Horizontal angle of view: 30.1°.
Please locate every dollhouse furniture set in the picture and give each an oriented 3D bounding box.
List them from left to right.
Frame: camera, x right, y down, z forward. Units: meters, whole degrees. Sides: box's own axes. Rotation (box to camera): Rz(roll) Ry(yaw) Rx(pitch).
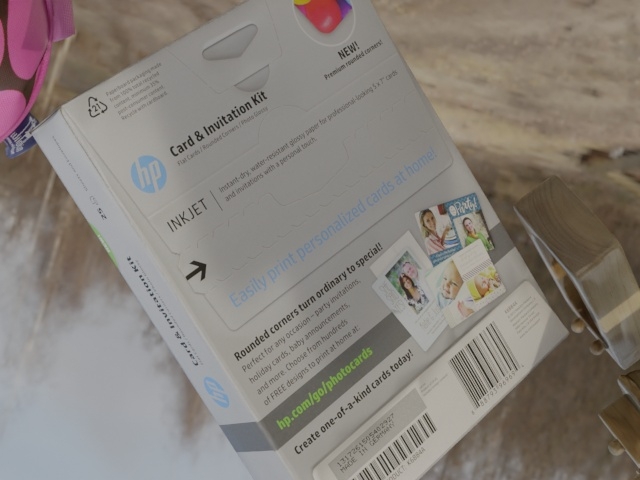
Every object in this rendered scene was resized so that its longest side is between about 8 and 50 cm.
[{"bbox_3d":[0.109,0.075,0.532,0.151,0.123,0.144,55,-176,36],"label":"dollhouse furniture set"}]

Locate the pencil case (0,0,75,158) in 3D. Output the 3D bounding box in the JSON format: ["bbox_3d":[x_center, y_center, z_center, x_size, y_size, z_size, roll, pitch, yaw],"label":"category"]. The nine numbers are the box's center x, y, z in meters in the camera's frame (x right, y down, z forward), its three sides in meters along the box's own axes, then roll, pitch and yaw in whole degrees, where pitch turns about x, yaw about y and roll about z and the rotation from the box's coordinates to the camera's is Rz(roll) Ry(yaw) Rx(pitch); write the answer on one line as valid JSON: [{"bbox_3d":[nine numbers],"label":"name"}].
[{"bbox_3d":[-0.212,-0.105,0.492,0.209,0.098,0.095,23,139,11],"label":"pencil case"}]

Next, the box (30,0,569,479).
[{"bbox_3d":[0.000,0.000,0.461,0.038,0.145,0.186,-18,106,56],"label":"box"}]
